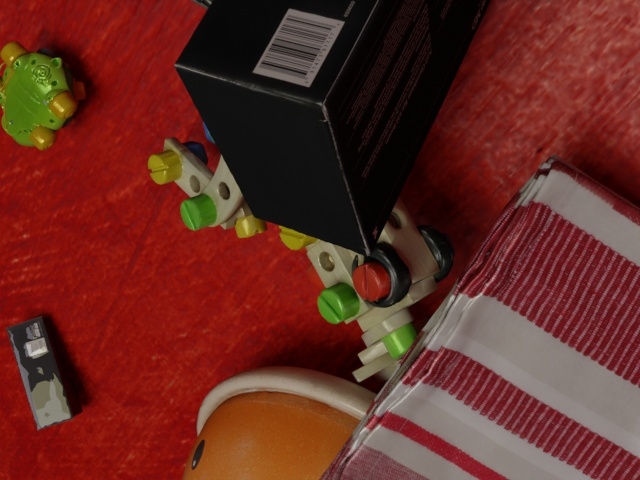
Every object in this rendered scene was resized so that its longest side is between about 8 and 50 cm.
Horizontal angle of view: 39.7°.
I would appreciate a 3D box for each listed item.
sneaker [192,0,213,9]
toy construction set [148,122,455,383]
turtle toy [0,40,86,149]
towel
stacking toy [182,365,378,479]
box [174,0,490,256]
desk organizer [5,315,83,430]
[{"bbox_3d":[-0.089,-0.240,0.736,0.272,0.108,0.100,24,124,21],"label":"sneaker"},{"bbox_3d":[0.000,0.000,0.763,0.327,0.151,0.215,50,138,-1],"label":"toy construction set"},{"bbox_3d":[-0.292,-0.144,0.914,0.095,0.066,0.130,47,126,2],"label":"turtle toy"},{"bbox_3d":[0.178,0.129,0.691,0.237,0.037,0.329,30,101,-11],"label":"towel"},{"bbox_3d":[-0.074,0.376,0.764,0.351,0.480,0.350,20,135,22],"label":"stacking toy"},{"bbox_3d":[0.030,-0.150,0.586,0.103,0.261,0.184,18,158,22],"label":"box"},{"bbox_3d":[-0.338,0.161,1.090,0.047,0.050,0.130,-18,88,0],"label":"desk organizer"}]
